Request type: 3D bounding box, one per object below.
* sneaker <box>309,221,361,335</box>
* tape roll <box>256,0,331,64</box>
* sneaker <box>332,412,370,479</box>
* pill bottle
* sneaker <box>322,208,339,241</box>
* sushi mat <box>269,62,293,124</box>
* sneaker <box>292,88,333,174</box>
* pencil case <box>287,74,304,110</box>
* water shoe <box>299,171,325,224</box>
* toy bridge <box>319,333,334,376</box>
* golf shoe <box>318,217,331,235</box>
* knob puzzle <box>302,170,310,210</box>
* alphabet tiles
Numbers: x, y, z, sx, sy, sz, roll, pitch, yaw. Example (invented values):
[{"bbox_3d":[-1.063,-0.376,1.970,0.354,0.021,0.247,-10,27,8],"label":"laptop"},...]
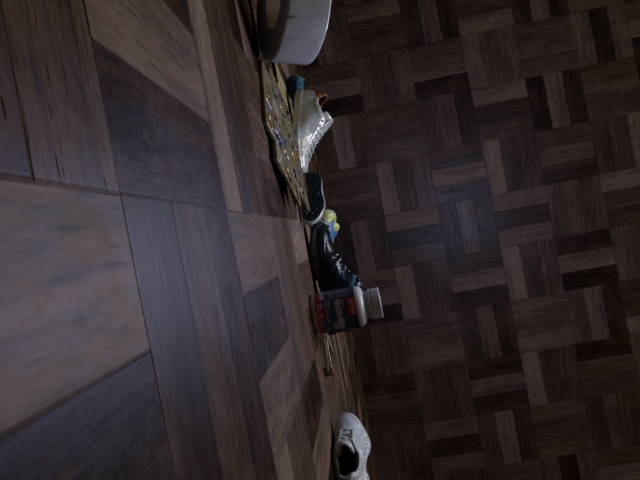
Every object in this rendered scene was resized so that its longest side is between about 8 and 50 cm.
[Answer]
[{"bbox_3d":[0.049,0.105,1.781,0.125,0.140,0.340,8,70,-84],"label":"sneaker"},{"bbox_3d":[-0.068,-0.554,1.375,0.286,0.100,0.286,178,-90,-69],"label":"tape roll"},{"bbox_3d":[0.071,0.496,1.417,0.232,0.090,0.115,-97,171,-54],"label":"sneaker"},{"bbox_3d":[0.068,0.177,1.548,0.108,0.180,0.108,-11,90,-86],"label":"pill bottle"},{"bbox_3d":[0.016,-0.025,2.247,0.240,0.091,0.126,70,28,-70],"label":"sneaker"},{"bbox_3d":[-0.108,-0.410,1.786,0.316,0.019,0.151,57,23,-79],"label":"sushi mat"},{"bbox_3d":[-0.025,-0.335,1.827,0.106,0.123,0.290,75,18,-76],"label":"sneaker"},{"bbox_3d":[-0.084,-0.529,2.141,0.070,0.064,0.151,50,26,-48],"label":"pencil case"},{"bbox_3d":[-0.025,-0.112,1.769,0.080,0.073,0.203,105,-7,-51],"label":"water shoe"},{"bbox_3d":[0.016,0.286,1.627,0.188,0.026,0.063,-95,171,-56],"label":"toy bridge"},{"bbox_3d":[0.000,0.000,2.071,0.086,0.069,0.176,-145,-136,-66],"label":"golf shoe"},{"bbox_3d":[-0.073,-0.199,1.624,0.213,0.030,0.213,-14,90,-86],"label":"knob puzzle"},{"bbox_3d":[-0.092,-0.260,1.442,0.285,0.011,0.342,64,14,-51],"label":"alphabet tiles"}]
